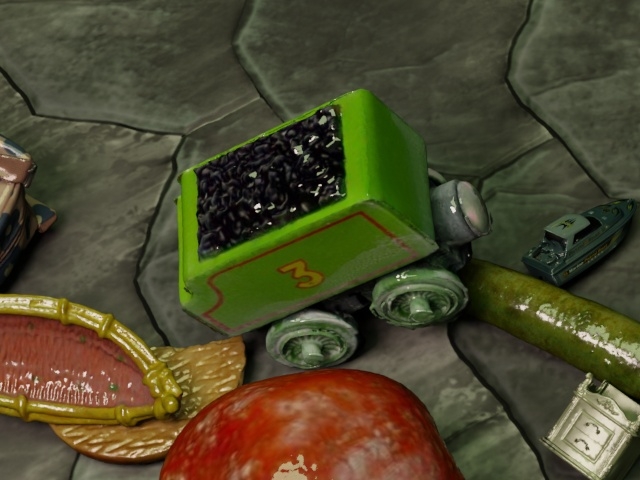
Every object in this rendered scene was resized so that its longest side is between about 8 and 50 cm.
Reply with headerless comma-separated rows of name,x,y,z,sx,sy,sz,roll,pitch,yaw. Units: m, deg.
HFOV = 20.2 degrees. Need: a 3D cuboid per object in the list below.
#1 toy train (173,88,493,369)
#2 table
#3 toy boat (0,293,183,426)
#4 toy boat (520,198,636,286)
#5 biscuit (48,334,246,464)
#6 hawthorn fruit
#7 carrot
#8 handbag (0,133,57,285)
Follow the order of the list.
toy train,0.000,0.000,1.789,0.307,0.249,0.173,-24,53,28
table,0.272,0.185,1.735,0.079,0.062,0.083,36,95,28
toy boat,-0.290,0.122,1.812,0.318,0.141,0.099,9,17,4
toy boat,0.281,-0.005,1.892,0.141,0.060,0.055,-33,32,-20
biscuit,-0.182,0.168,1.857,0.224,0.033,0.144,-11,54,4
hawthorn fruit,-0.002,0.253,1.645,0.284,0.284,0.284,-4,55,6
carrot,0.205,0.068,1.846,0.358,0.074,0.074,25,63,26
handbag,-0.419,-0.008,1.933,0.193,0.190,0.251,22,69,15
